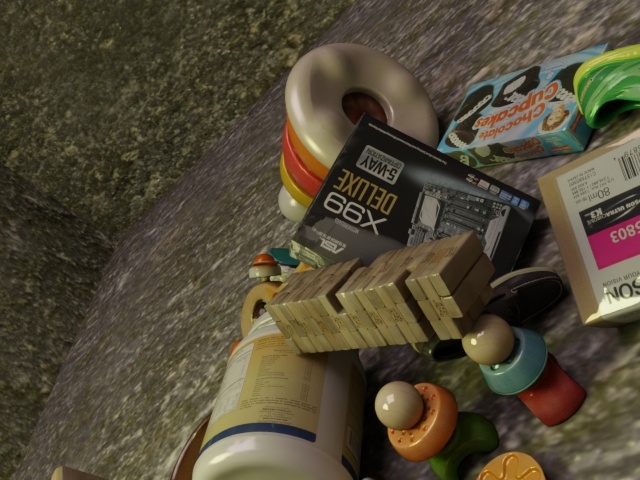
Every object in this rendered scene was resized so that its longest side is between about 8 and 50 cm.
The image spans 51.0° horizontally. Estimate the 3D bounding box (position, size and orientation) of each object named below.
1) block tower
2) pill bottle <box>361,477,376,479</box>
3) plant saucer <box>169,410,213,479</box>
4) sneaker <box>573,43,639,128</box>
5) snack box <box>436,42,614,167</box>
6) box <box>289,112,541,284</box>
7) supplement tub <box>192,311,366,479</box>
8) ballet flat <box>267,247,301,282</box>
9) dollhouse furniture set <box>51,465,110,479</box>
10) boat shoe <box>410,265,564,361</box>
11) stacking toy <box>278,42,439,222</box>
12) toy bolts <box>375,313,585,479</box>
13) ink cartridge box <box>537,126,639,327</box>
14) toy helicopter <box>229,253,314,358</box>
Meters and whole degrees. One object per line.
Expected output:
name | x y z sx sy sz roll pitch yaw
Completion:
block tower | 0.064 0.078 0.874 0.336 0.091 0.097 -16 22 49
pill bottle | 0.042 0.411 0.809 0.216 0.121 0.121 -55 24 -6
plant saucer | -0.183 0.407 1.190 0.311 0.050 0.310 -39 30 28
sneaker | 0.505 -0.229 0.938 0.296 0.110 0.123 -15 69 48
snack box | 0.362 -0.229 1.211 0.322 0.060 0.187 -2 54 60
box | 0.142 -0.018 1.014 0.242 0.308 0.076 -60 -5 -20
supplement tub | -0.048 0.269 1.017 0.228 0.228 0.316 -39 21 28
ballet flat | -0.022 0.102 1.362 0.147 0.147 0.409 -55 23 -8
dollhouse furniture set | -0.164 0.460 0.752 0.256 0.394 0.362 -63 23 -2
boat shoe | 0.229 0.105 0.886 0.224 0.080 0.073 -21 28 -7
stacking toy | 0.020 -0.188 1.565 0.480 0.351 0.350 -47 17 56
toy bolts | 0.189 0.203 0.788 0.228 0.158 0.218 -50 24 5
ink cartridge box | 0.383 -0.027 0.741 0.235 0.088 0.193 -31 62 44
toy helicopter | -0.061 0.097 1.217 0.355 0.140 0.234 -51 48 45
